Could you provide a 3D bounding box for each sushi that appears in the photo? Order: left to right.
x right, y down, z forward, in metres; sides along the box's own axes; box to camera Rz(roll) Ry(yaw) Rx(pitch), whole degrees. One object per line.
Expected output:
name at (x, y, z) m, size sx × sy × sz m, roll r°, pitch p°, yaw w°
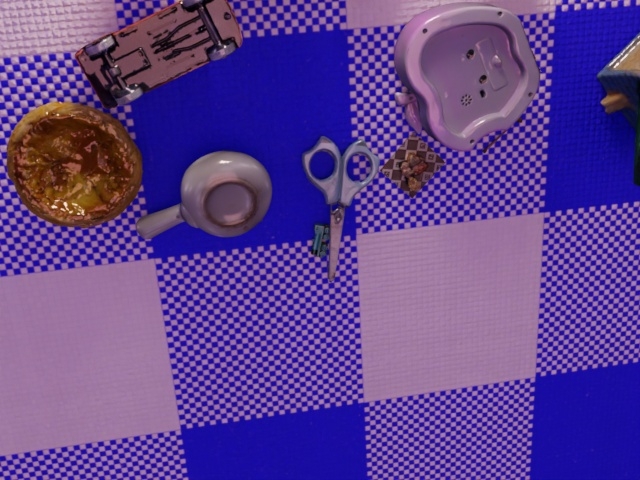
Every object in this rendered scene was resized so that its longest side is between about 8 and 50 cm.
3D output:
sushi at (0.229, -0.179, 1.864) m, size 0.120 × 0.026 × 0.126 m, roll 38°, pitch 100°, yaw -20°

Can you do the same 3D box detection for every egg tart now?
egg tart at (-0.536, -0.171, 1.684) m, size 0.290 × 0.115 × 0.290 m, roll -4°, pitch 112°, yaw -11°

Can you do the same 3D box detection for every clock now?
clock at (0.329, -0.381, 1.761) m, size 0.338 × 0.102 × 0.339 m, roll -3°, pitch 112°, yaw -8°

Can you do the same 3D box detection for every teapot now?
teapot at (-0.270, -0.101, 1.739) m, size 0.318 × 0.149 × 0.220 m, roll -8°, pitch 121°, yaw -9°

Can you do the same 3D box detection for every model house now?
model house at (0.851, -0.283, 1.762) m, size 0.342 × 0.382 × 0.334 m, roll -26°, pitch 119°, yaw 40°

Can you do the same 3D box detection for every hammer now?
hammer at (0.445, -0.260, 1.878) m, size 0.029 × 0.014 × 0.123 m, roll 42°, pitch 100°, yaw -13°

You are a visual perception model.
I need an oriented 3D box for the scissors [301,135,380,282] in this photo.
scissors at (0.040, -0.071, 1.854) m, size 0.191 × 0.029 × 0.360 m, roll 1°, pitch 106°, yaw -12°

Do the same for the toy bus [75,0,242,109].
toy bus at (-0.332, -0.411, 1.604) m, size 0.329 × 0.153 × 0.143 m, roll -26°, pitch 115°, yaw 2°

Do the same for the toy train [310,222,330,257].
toy train at (0.000, 0.000, 1.894) m, size 0.045 × 0.029 × 0.092 m, roll 9°, pitch 111°, yaw -6°
